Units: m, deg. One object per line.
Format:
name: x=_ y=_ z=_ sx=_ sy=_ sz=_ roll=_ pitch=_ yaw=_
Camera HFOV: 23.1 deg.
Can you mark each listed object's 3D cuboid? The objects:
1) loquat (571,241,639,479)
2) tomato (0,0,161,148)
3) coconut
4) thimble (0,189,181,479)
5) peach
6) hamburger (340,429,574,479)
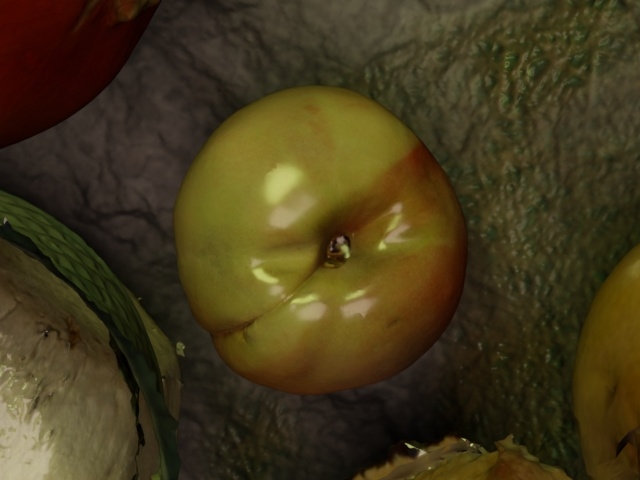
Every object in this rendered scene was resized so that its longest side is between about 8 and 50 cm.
loquat: x=0.259 y=0.094 z=0.906 sx=0.235 sy=0.235 sz=0.235 roll=0 pitch=104 yaw=0
tomato: x=-0.222 y=-0.192 z=0.795 sx=0.321 sy=0.321 sz=0.322 roll=0 pitch=104 yaw=0
coconut: x=-0.218 y=0.116 z=0.910 sx=0.245 sy=0.245 sz=0.247 roll=39 pitch=101 yaw=-9
thimble: x=-0.196 y=0.101 z=0.717 sx=0.270 sy=0.150 sz=0.271 roll=-1 pitch=99 yaw=-5
peach: x=0.000 y=0.000 z=0.911 sx=0.184 sy=0.184 sz=0.184 roll=0 pitch=104 yaw=0
hamburger: x=0.000 y=0.344 z=0.910 sx=0.445 sy=0.287 sz=0.268 roll=-33 pitch=109 yaw=28
